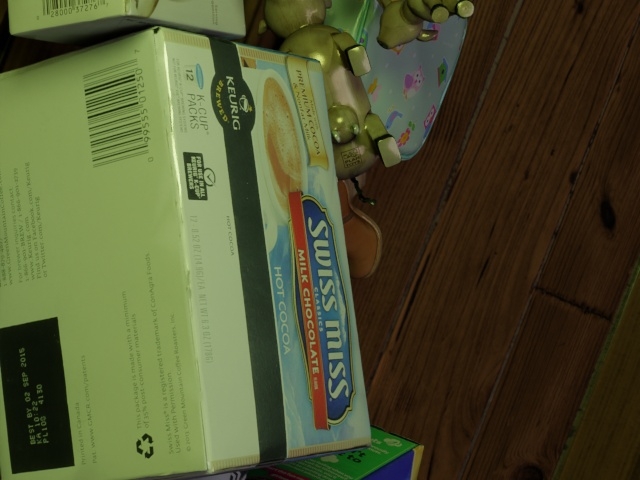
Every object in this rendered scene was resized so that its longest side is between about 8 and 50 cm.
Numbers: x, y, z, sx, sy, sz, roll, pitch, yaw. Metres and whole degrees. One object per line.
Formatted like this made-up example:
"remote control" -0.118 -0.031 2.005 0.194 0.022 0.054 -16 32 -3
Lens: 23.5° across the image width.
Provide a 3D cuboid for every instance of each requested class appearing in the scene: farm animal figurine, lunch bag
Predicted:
"farm animal figurine" 0.017 -0.204 1.585 0.172 0.330 0.327 -118 -154 -70
"lunch bag" 0.054 -0.205 1.792 0.279 0.108 0.224 10 103 -61

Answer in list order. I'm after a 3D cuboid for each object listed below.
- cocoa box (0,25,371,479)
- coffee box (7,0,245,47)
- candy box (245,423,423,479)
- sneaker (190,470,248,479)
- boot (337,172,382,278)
"cocoa box" -0.127 0.025 1.284 0.228 0.231 0.347 2 78 -55
"coffee box" -0.159 -0.307 1.216 0.168 0.119 0.297 0 86 -61
"candy box" -0.032 0.370 1.704 0.317 0.122 0.268 -22 126 -55
"sneaker" -0.156 0.089 1.496 0.210 0.137 0.366 63 21 -46
"boot" 0.000 0.000 1.886 0.152 0.073 0.197 -43 136 -36
